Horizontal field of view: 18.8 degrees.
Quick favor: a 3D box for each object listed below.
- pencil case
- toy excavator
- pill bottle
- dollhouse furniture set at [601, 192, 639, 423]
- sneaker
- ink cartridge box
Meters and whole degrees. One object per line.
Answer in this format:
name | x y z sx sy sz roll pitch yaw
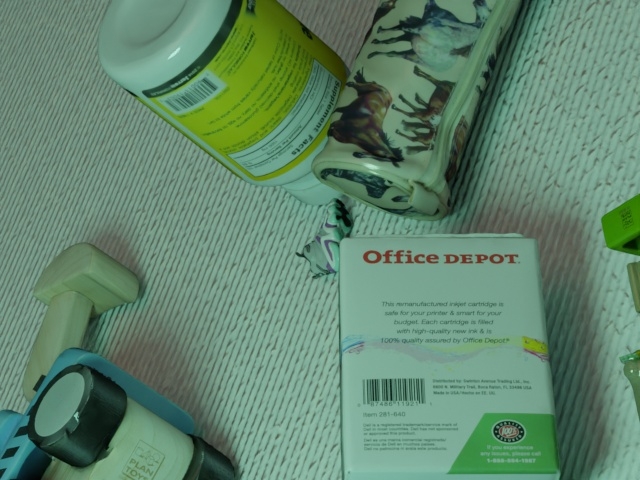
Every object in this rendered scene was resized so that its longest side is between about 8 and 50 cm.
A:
pencil case | 0.132 -0.212 2.180 0.183 0.160 0.410 -4 58 54
toy excavator | -0.295 0.212 2.260 0.445 0.222 0.433 9 67 56
pill bottle | -0.083 -0.181 2.226 0.188 0.334 0.188 -24 47 29
dollhouse furniture set | 0.396 0.088 1.779 0.197 0.151 0.301 -36 56 50
sneaker | 0.000 0.000 2.244 0.069 0.038 0.098 -24 47 29
ink cartridge box | 0.119 0.136 1.897 0.201 0.117 0.278 0 52 -1
